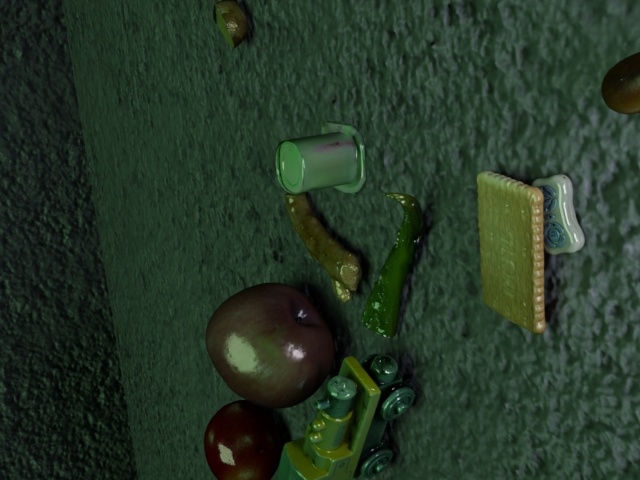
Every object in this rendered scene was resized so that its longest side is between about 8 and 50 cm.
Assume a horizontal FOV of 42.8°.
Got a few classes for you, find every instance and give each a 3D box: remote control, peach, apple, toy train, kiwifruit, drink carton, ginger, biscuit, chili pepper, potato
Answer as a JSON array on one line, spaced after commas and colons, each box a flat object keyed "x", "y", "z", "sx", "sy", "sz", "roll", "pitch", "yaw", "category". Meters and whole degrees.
[{"x": 0.361, "y": -0.039, "z": 1.253, "sx": 0.074, "sy": 0.032, "sz": 0.122, "roll": -13, "pitch": 91, "yaw": 59, "category": "remote control"}, {"x": -0.211, "y": 0.555, "z": 2.231, "sx": 0.243, "sy": 0.199, "sz": 0.243, "roll": 9, "pitch": 102, "yaw": 49, "category": "peach"}, {"x": -0.112, "y": 0.233, "z": 1.876, "sx": 0.235, "sy": 0.306, "sz": 0.305, "roll": -49, "pitch": 58, "yaw": 25, "category": "apple"}, {"x": 0.053, "y": 0.388, "z": 1.714, "sx": 0.150, "sy": 0.237, "sz": 0.369, "roll": 49, "pitch": 139, "yaw": 39, "category": "toy train"}, {"x": 0.419, "y": -0.206, "z": 1.059, "sx": 0.124, "sy": 0.075, "sz": 0.075, "roll": -14, "pitch": 91, "yaw": 62, "category": "kiwifruit"}, {"x": -0.005, "y": -0.159, "z": 1.673, "sx": 0.144, "sy": 0.142, "sz": 0.146, "roll": 20, "pitch": 117, "yaw": 52, "category": "drink carton"}, {"x": 0.003, "y": 0.000, "z": 1.799, "sx": 0.299, "sy": 0.065, "sz": 0.118, "roll": 56, "pitch": 140, "yaw": 32, "category": "ginger"}, {"x": 0.311, "y": 0.018, "z": 1.324, "sx": 0.160, "sy": 0.030, "sz": 0.249, "roll": -147, "pitch": 46, "yaw": -61, "category": "biscuit"}, {"x": 0.142, "y": 0.046, "z": 1.591, "sx": 0.085, "sy": 0.076, "sz": 0.359, "roll": 30, "pitch": 134, "yaw": 25, "category": "chili pepper"}, {"x": -0.200, "y": -0.504, "z": 1.911, "sx": 0.103, "sy": 0.066, "sz": 0.096, "roll": 62, "pitch": 171, "yaw": 4, "category": "potato"}]
